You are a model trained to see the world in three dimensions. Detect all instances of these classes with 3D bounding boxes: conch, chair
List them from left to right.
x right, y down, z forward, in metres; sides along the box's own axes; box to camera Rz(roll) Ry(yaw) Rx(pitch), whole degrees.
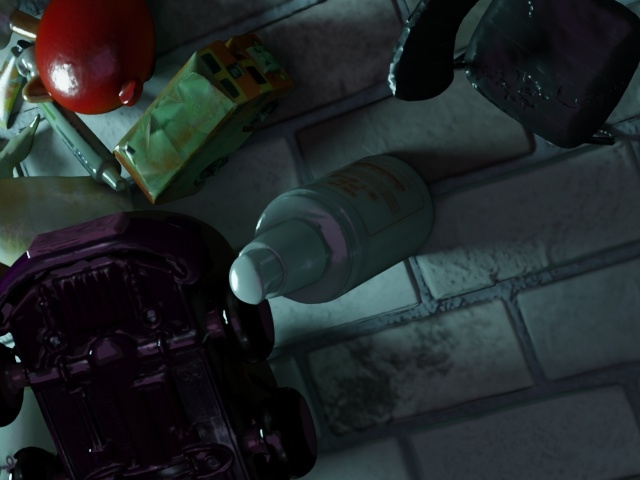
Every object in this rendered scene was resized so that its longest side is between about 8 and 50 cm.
[{"bbox_3d":[-0.260,-0.017,1.528,0.255,0.127,0.158,25,153,-12],"label":"conch"},{"bbox_3d":[0.168,-0.148,1.204,0.145,0.221,0.140,38,119,16],"label":"chair"}]

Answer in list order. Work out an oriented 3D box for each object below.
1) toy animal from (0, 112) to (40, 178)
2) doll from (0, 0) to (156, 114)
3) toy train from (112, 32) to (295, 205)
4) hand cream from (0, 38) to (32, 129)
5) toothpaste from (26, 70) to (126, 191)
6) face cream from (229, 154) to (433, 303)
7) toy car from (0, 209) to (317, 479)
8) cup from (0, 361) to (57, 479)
[{"bbox_3d":[-0.331,-0.059,1.591,0.219,0.095,0.155,43,125,11],"label":"toy animal"},{"bbox_3d":[-0.223,-0.203,1.497,0.217,0.085,0.183,37,106,29],"label":"doll"},{"bbox_3d":[-0.110,-0.105,1.448,0.072,0.099,0.188,50,121,8],"label":"toy train"},{"bbox_3d":[-0.314,-0.158,1.596,0.035,0.022,0.102,36,123,7],"label":"hand cream"},{"bbox_3d":[-0.239,-0.105,1.522,0.197,0.029,0.048,46,156,37],"label":"toothpaste"},{"bbox_3d":[0.000,0.000,1.324,0.101,0.251,0.101,8,108,28],"label":"face cream"},{"bbox_3d":[-0.147,0.117,1.419,0.271,0.240,0.341,-13,111,8],"label":"toy car"},{"bbox_3d":[-0.243,0.248,1.601,0.258,0.186,0.234,1,98,-1],"label":"cup"}]
